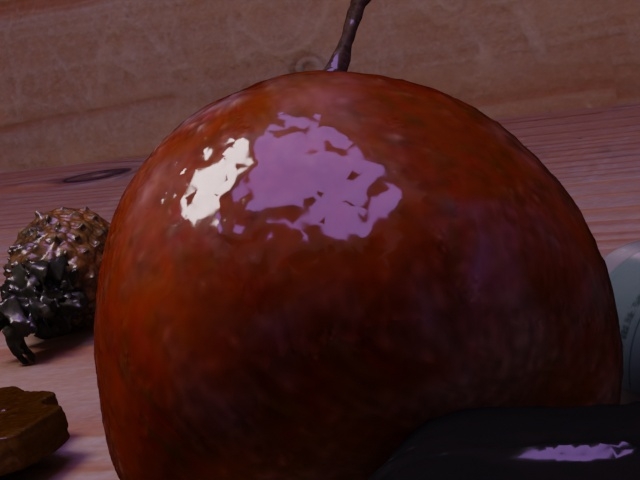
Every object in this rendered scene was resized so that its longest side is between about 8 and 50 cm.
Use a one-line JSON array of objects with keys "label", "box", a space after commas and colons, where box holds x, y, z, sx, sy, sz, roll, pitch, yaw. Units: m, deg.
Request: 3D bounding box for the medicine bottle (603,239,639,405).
[{"label": "medicine bottle", "box": [0.229, 0.069, 0.784, 0.110, 0.110, 0.352, -12, 9, -17]}]

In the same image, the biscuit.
[{"label": "biscuit", "box": [-0.252, 0.131, 1.137, 0.182, 0.034, 0.215, -10, 7, -9]}]

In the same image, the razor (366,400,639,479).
[{"label": "razor", "box": [0.065, 0.137, 0.543, 0.189, 0.107, 0.327, -6, 9, 18]}]

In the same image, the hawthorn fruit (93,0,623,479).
[{"label": "hawthorn fruit", "box": [-0.001, 0.037, 0.800, 0.263, 0.231, 0.235, 37, 23, 29]}]

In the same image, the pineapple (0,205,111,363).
[{"label": "pineapple", "box": [-0.228, 0.038, 1.489, 0.108, 0.108, 0.198, -7, 16, 13]}]
